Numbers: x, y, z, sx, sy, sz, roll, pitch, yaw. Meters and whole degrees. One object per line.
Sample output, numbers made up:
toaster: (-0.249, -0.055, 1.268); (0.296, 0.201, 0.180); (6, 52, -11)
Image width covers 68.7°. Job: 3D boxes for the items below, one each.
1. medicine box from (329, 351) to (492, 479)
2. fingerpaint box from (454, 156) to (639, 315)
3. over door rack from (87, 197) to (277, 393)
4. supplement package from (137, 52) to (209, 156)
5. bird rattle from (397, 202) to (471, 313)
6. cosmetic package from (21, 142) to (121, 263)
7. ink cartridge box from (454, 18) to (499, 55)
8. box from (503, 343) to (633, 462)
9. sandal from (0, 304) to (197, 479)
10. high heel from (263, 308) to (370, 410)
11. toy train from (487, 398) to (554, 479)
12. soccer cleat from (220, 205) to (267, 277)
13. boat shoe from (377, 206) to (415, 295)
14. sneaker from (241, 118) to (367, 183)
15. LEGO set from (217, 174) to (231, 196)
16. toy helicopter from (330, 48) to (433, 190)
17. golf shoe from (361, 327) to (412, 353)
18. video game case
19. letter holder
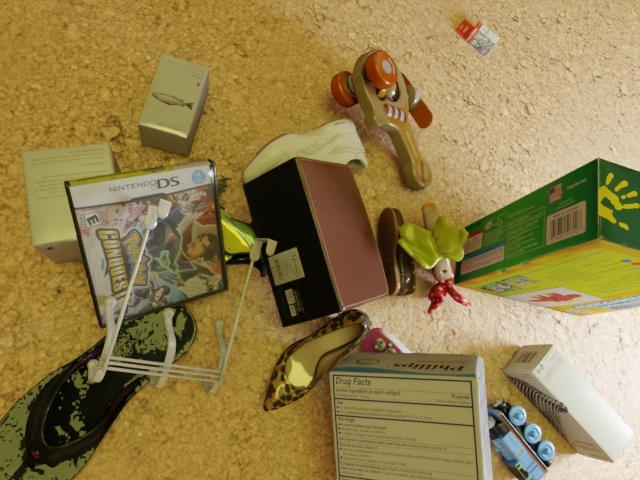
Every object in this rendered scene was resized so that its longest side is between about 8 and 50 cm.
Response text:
medicine box: (0.171, 0.367, 0.868); (0.264, 0.149, 0.288); (-4, 89, 23)
fingerpaint box: (0.569, 0.025, 0.996); (0.372, 0.445, 0.163); (14, 72, -10)
over door rack: (-0.248, 0.107, 0.853); (0.240, 0.108, 0.323); (20, 91, -37)
supplement package: (-0.316, -0.292, 1.023); (0.105, 0.105, 0.179); (14, 73, -12)
bird rattle: (0.276, 0.030, 1.062); (0.143, 0.253, 0.206); (-17, 42, 19)
cosmetic package: (-0.458, -0.067, 0.902); (0.152, 0.151, 0.183); (-9, 78, -16)
ink cartridge box: (0.449, -0.591, 1.344); (0.115, 0.029, 0.062); (39, 70, -3)
box: (0.568, 0.371, 1.085); (0.094, 0.113, 0.275); (-42, 88, -20)
sandal: (-0.417, 0.273, 0.848); (0.168, 0.107, 0.445); (42, 69, -2)
high heel: (-0.011, 0.236, 0.924); (0.093, 0.186, 0.261); (45, 70, -1)
toy train: (0.437, 0.447, 1.049); (0.105, 0.080, 0.184); (-39, 88, -14)
soccer cleat: (-0.225, -0.009, 0.981); (0.290, 0.093, 0.121); (21, 74, -9)
boat shoe: (0.181, 0.026, 1.094); (0.073, 0.073, 0.206); (0, 85, -28)
sneaker: (-0.025, -0.173, 1.064); (0.305, 0.114, 0.152); (-24, 82, -19)
LEGO set: (-0.238, -0.119, 1.047); (0.083, 0.023, 0.054); (-9, 76, -3)
toy helicopter: (0.193, -0.294, 1.152); (0.235, 0.140, 0.354); (-34, 104, -44)
golf shoe: (0.208, 0.316, 1.018); (0.306, 0.115, 0.140); (53, 31, 16)
video game case: (-0.301, 0.004, 0.859); (0.249, 0.035, 0.274); (-16, 118, -30)
letter holder: (0.000, 0.000, 0.977); (0.215, 0.152, 0.301); (-7, 78, -54)
